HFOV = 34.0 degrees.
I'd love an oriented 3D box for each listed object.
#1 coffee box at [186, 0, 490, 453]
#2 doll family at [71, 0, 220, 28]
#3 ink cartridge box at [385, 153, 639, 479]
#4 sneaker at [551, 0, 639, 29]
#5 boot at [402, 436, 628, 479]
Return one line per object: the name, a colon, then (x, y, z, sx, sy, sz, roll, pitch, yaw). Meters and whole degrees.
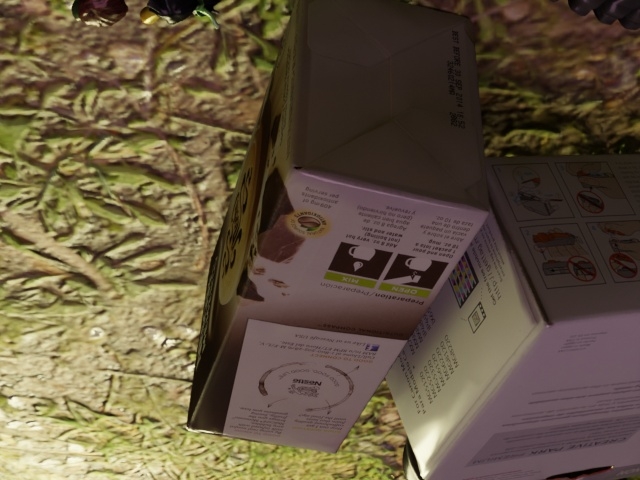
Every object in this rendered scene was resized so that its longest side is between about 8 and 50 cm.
coffee box: (0.000, 0.000, 0.714, 0.119, 0.168, 0.297, 11, 139, -11)
doll family: (-0.062, -0.171, 0.550, 0.076, 0.111, 0.193, 24, 136, -24)
ink cartridge box: (0.210, 0.069, 0.754, 0.310, 0.130, 0.271, -3, 144, -22)
sneaker: (0.245, -0.159, 0.537, 0.344, 0.134, 0.146, 16, 131, -22)
boot: (0.150, 0.304, 1.109, 0.348, 0.131, 0.260, 31, 133, -31)
